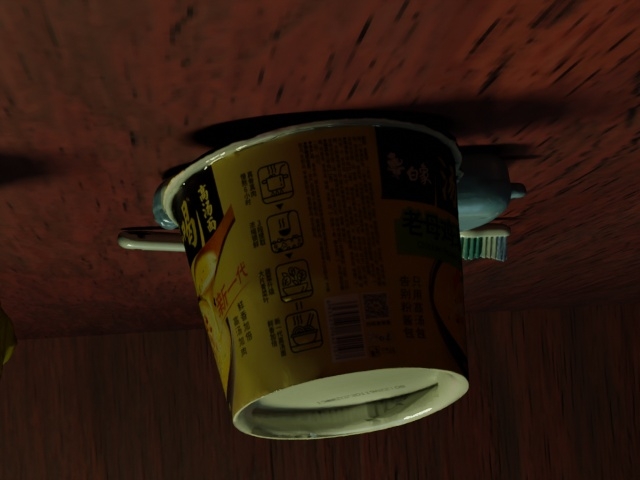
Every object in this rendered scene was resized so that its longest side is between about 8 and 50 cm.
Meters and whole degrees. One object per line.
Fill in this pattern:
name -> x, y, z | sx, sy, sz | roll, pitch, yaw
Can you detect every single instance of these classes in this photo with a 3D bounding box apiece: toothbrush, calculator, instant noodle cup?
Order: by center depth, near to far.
instant noodle cup -> 0.004, 0.023, 0.845 | 0.151, 0.122, 0.151 | -6, 158, -2
calculator -> 0.012, -0.022, 0.985 | 0.210, 0.039, 0.121 | -4, 176, -6
toothbrush -> 0.000, -0.002, 1.292 | 0.304, 0.030, 0.030 | 1, 173, -20

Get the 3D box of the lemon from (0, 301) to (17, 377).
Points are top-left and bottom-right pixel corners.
lemon -> -0.255, 0.051, 0.888 | 0.193, 0.180, 0.180 | -25, -177, -21
